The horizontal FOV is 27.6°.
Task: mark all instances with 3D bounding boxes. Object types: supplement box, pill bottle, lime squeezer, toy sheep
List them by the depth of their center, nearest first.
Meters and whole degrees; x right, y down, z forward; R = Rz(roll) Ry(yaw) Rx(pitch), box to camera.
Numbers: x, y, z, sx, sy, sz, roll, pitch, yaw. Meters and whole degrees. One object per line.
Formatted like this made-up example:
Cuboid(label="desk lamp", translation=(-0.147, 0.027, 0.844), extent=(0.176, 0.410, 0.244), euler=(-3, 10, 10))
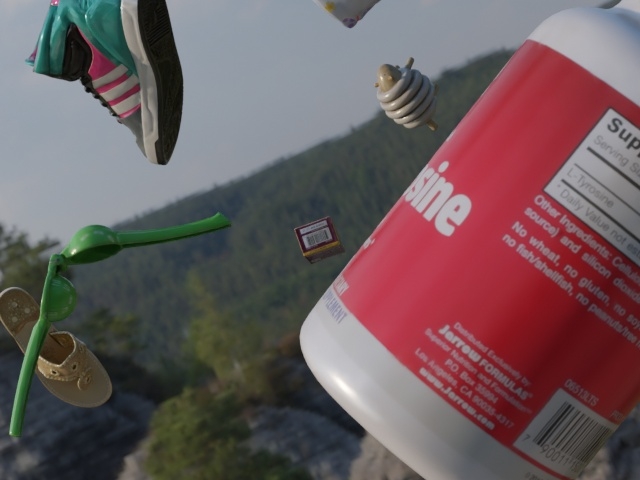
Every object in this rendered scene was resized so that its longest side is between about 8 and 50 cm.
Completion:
Cuboid(label="pill bottle", translation=(0.190, -0.016, 0.946), extent=(0.408, 0.229, 0.229), euler=(-52, -2, 6))
Cuboid(label="lime squeezer", translation=(-0.239, 0.056, 1.346), extent=(0.310, 0.110, 0.059), euler=(-46, 7, -15))
Cuboid(label="supplement box", translation=(0.000, 0.000, 1.821), extent=(0.055, 0.043, 0.083), euler=(-20, -11, 3))
Cuboid(label="toy sheep", translation=(0.132, -0.212, 1.931), extent=(0.091, 0.132, 0.091), euler=(-41, 22, 21))

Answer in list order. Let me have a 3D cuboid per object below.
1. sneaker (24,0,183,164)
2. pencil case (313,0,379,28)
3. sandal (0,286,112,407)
Cuboid(label="sneaker", translation=(-0.282, -0.218, 1.671), extent=(0.178, 0.296, 0.124), euler=(8, 49, 11))
Cuboid(label="pencil case", translation=(0.090, -0.433, 1.861), extent=(0.273, 0.124, 0.113), euler=(-45, -8, 19))
Cuboid(label="sandal", translation=(-0.407, 0.173, 2.000), extent=(0.088, 0.240, 0.079), euler=(-42, 16, -13))
